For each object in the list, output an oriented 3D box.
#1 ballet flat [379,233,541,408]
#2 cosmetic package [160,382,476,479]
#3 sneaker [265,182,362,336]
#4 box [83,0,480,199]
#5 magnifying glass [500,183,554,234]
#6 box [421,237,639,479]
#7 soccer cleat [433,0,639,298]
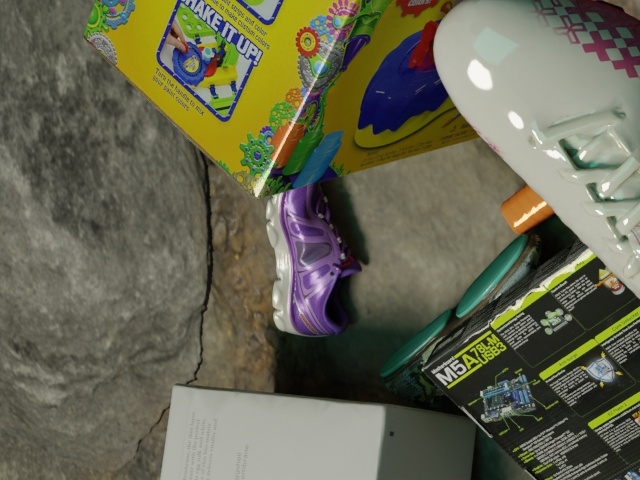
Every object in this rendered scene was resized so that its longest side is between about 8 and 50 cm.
[{"bbox_3d":[0.122,0.067,1.029,0.070,0.070,0.188,55,131,14],"label":"ballet flat"},{"bbox_3d":[-0.012,0.239,1.084,0.225,0.138,0.224,1,80,38],"label":"cosmetic package"},{"bbox_3d":[0.000,0.000,1.113,0.071,0.068,0.170,6,116,22],"label":"sneaker"},{"bbox_3d":[0.048,-0.208,0.852,0.177,0.290,0.279,43,126,23],"label":"box"},{"bbox_3d":[0.212,-0.074,0.931,0.231,0.026,0.092,-41,76,40],"label":"magnifying glass"},{"bbox_3d":[0.198,0.100,0.941,0.184,0.045,0.191,45,129,-2],"label":"box"},{"bbox_3d":[0.204,-0.022,0.787,0.331,0.143,0.116,34,131,-15],"label":"soccer cleat"}]
